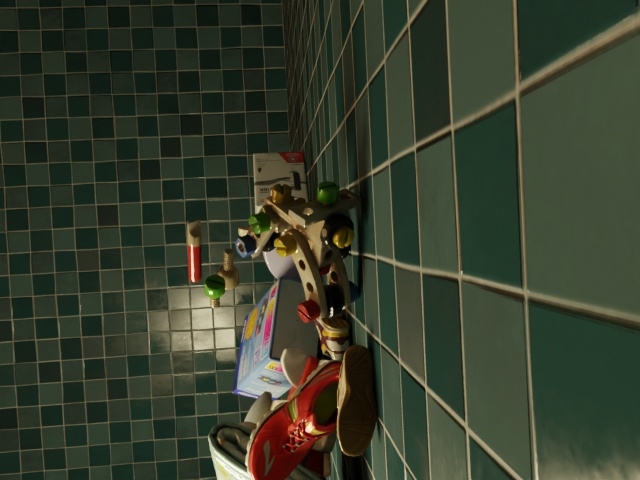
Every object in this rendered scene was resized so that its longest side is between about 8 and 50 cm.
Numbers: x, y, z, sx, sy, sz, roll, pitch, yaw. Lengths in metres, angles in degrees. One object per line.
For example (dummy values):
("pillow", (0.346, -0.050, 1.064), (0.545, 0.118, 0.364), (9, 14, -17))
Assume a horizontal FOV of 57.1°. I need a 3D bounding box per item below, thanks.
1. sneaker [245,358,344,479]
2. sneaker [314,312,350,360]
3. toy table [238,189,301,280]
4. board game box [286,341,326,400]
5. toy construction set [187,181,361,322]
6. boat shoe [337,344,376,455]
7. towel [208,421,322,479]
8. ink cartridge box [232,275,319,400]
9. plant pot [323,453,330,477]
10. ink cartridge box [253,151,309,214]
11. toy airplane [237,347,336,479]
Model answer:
("sneaker", (-0.031, 0.330, 1.059), (0.279, 0.107, 0.118), (-51, 10, -9))
("sneaker", (0.021, 0.201, 1.240), (0.185, 0.069, 0.084), (-142, 55, -85))
("toy table", (-0.119, -0.018, 1.860), (0.161, 0.252, 0.275), (-142, 59, -62))
("board game box", (-0.052, 0.433, 1.709), (0.260, 0.030, 0.136), (-62, 5, 13))
("toy construction set", (-0.070, -0.017, 1.000), (0.258, 0.308, 0.237), (-109, 20, -45))
("boat shoe", (0.058, 0.254, 0.944), (0.059, 0.062, 0.170), (100, 175, -79))
("towel", (-0.071, 0.565, 1.191), (0.090, 0.374, 0.321), (-36, -41, -40))
("ink cartridge box", (-0.146, 0.322, 1.807), (0.395, 0.151, 0.270), (128, 154, -51))
("plant pot", (-0.088, 0.689, 1.843), (0.215, 0.230, 0.216), (178, 90, -85))
("ink cartridge box", (-0.150, -0.196, 2.207), (0.114, 0.196, 0.273), (94, 171, -54))
("toy airplane", (-0.085, 0.449, 1.411), (0.384, 0.272, 0.386), (-114, 35, -50))
